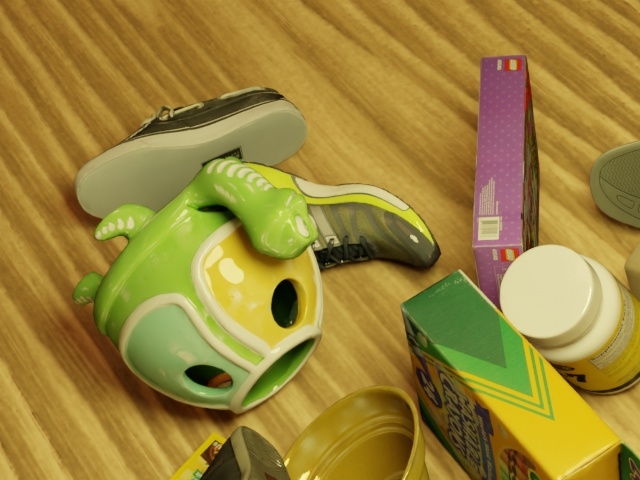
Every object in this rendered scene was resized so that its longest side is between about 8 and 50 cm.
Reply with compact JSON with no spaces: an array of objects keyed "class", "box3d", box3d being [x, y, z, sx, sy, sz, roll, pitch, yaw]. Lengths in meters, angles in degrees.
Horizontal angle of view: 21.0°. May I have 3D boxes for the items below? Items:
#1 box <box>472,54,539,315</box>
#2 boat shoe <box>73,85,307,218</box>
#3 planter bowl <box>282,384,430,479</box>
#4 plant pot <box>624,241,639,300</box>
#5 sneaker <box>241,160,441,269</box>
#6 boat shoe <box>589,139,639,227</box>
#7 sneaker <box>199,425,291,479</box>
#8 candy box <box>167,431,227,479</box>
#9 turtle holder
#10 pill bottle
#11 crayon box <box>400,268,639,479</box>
[{"class":"box","box3d":[0.213,-0.038,1.950,0.057,0.201,0.293,-2,49,11]},{"class":"boat shoe","box3d":[-0.173,-0.121,2.164,0.306,0.113,0.105,-25,42,-14]},{"class":"planter bowl","box3d":[0.045,0.259,1.735,0.217,0.090,0.217,-36,30,25]},{"class":"plant pot","box3d":[0.401,0.038,1.915,0.096,0.109,0.109,16,53,39]},{"class":"sneaker","box3d":[0.000,0.000,2.039,0.300,0.111,0.121,11,62,27]},{"class":"boat shoe","box3d":[0.475,-0.078,2.006,0.320,0.118,0.103,-7,11,9]},{"class":"sneaker","box3d":[-0.082,0.285,1.721,0.118,0.083,0.222,-50,17,11]},{"class":"candy box","box3d":[-0.070,0.291,1.831,0.206,0.027,0.105,28,61,30]},{"class":"turtle holder","box3d":[-0.096,0.041,1.885,0.227,0.243,0.320,49,113,16]},{"class":"pill bottle","box3d":[0.270,0.082,1.810,0.119,0.208,0.119,-10,67,25]},{"class":"crayon box","box3d":[0.208,0.204,1.732,0.083,0.203,0.323,-30,50,-15]}]
